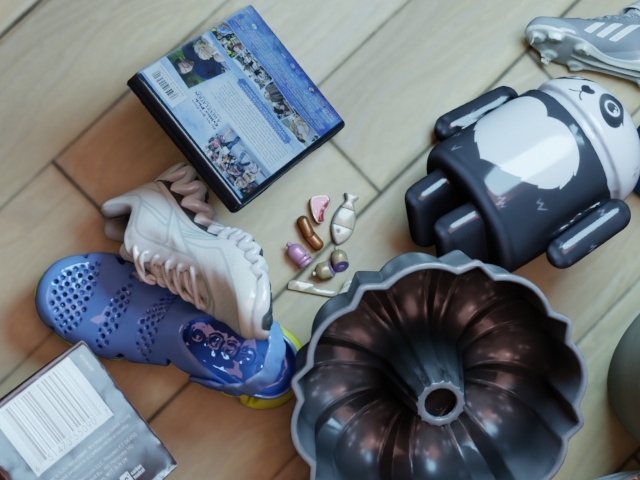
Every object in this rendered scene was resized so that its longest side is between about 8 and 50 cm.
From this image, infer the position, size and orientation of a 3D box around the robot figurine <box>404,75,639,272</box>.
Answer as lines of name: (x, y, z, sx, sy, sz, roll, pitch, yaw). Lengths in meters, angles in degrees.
robot figurine: (0.232, -0.073, 1.990, 0.278, 0.173, 0.209, -30, 94, -12)

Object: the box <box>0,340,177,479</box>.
box: (-0.291, 0.238, 1.812, 0.167, 0.203, 0.168, 52, 53, -3)

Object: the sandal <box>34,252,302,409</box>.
sandal: (-0.156, 0.093, 1.915, 0.317, 0.138, 0.126, 17, 83, -8)

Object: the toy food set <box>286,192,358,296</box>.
toy food set: (0.000, 0.000, 2.014, 0.078, 0.019, 0.122, 10, 82, -10)

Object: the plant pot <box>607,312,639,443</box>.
plant pot: (0.428, 0.154, 1.956, 0.257, 0.274, 0.256, 1, 84, -11)

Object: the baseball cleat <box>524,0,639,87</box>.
baseball cleat: (0.343, -0.247, 2.096, 0.206, 0.072, 0.109, 18, 67, -14)

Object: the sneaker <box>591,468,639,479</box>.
sneaker: (0.280, 0.333, 1.995, 0.297, 0.129, 0.111, -16, 90, 6)

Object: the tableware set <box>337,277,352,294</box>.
tableware set: (0.086, 0.122, 2.020, 0.169, 0.020, 0.141, 8, 82, -11)

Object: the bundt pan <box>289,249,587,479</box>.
bundt pan: (0.118, 0.153, 1.927, 0.331, 0.124, 0.330, -3, 112, -9)

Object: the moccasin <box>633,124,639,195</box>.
moccasin: (0.520, -0.043, 2.068, 0.342, 0.138, 0.117, 35, 74, -7)

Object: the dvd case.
dvd case: (-0.087, -0.149, 1.932, 0.180, 0.022, 0.253, 52, 37, -2)

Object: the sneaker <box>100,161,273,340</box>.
sneaker: (-0.140, 0.024, 1.862, 0.118, 0.292, 0.110, -15, 124, -23)
